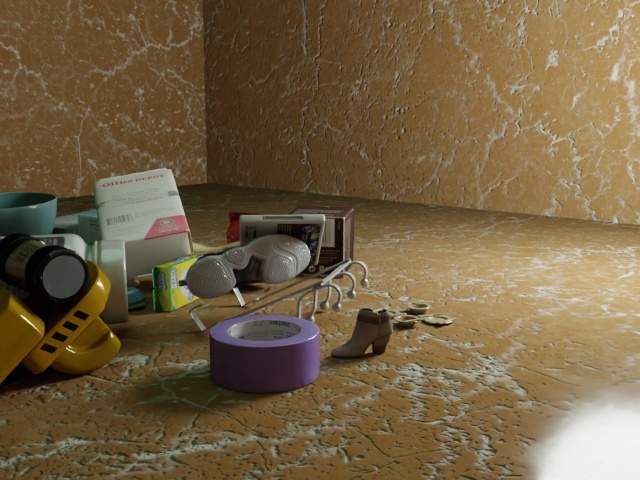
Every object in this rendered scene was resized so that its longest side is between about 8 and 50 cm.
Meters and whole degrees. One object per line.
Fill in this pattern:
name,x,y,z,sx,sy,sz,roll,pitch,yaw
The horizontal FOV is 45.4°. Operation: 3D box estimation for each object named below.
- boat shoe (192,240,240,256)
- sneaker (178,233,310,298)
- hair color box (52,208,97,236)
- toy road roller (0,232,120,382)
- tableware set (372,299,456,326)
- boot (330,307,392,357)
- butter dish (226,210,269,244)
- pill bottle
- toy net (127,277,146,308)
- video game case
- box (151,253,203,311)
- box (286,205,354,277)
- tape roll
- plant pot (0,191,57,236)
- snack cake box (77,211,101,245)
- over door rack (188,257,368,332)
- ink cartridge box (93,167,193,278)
boat shoe,-0.249,0.078,1.915,0.342,0.123,0.123,5,41,12
sneaker,-0.164,0.052,1.584,0.268,0.101,0.153,-15,3,-25
hair color box,-0.737,-0.021,2.404,0.185,0.114,0.374,5,12,23
toy road roller,-0.493,0.161,1.290,0.202,0.241,0.329,11,52,47
tableware set,0.198,0.159,1.656,0.141,0.020,0.168,-5,11,-26
boot,0.076,0.168,1.413,0.118,0.087,0.042,-4,13,-18
butter dish,-0.212,0.009,2.225,0.159,0.160,0.118,7,35,31
pill bottle,-0.570,0.090,1.518,0.361,0.204,0.204,-3,10,-14
toy net,-0.484,0.123,1.811,0.122,0.045,0.232,-12,11,-16
video game case,-0.084,0.001,1.620,0.173,0.022,0.190,0,-30,-6
box,-0.328,0.097,1.763,0.043,0.105,0.179,3,11,22
box,0.000,0.000,2.130,0.168,0.167,0.203,1,10,10
tape roll,-0.095,0.191,1.314,0.189,0.080,0.189,1,9,0
plant pot,-0.873,-0.016,2.119,0.290,0.195,0.290,-1,13,0
snack cake box,-0.564,0.006,2.140,0.264,0.152,0.089,9,14,39
over door rack,-0.074,0.133,1.618,0.324,0.108,0.239,-12,6,18
ink cartridge box,-0.445,-0.046,1.916,0.207,0.117,0.283,-12,39,-13
